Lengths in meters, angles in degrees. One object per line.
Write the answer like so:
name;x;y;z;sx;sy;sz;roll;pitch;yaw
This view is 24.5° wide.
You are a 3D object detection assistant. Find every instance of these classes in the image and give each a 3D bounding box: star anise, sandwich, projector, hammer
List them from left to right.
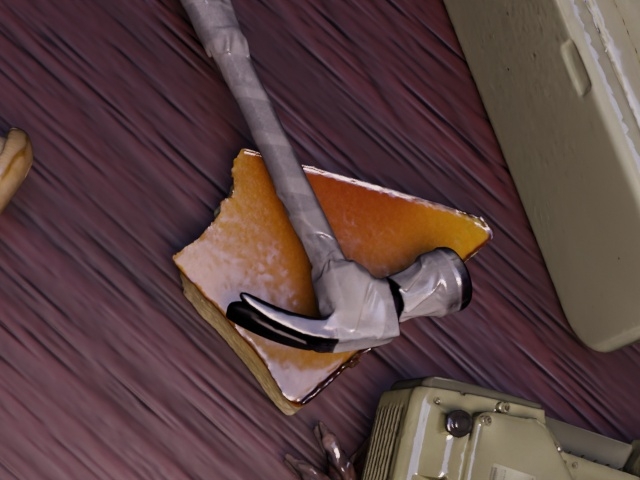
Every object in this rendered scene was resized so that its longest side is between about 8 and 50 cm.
hammer;-0.047;-0.114;1.008;0.152;0.044;0.427;-15;66;-21
sandwich;0.000;0.000;1.019;0.193;0.058;0.162;-39;87;-20
star anise;0.011;0.180;0.974;0.129;0.056;0.124;-10;81;-18
projector;0.150;0.211;0.959;0.269;0.088;0.193;20;73;-22

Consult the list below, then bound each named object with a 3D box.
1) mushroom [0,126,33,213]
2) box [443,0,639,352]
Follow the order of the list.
mushroom;-0.307;-0.085;0.953;0.247;0.108;0.096;33;112;-1
box;0.298;-0.141;1.067;0.344;0.177;0.352;-17;80;-19
